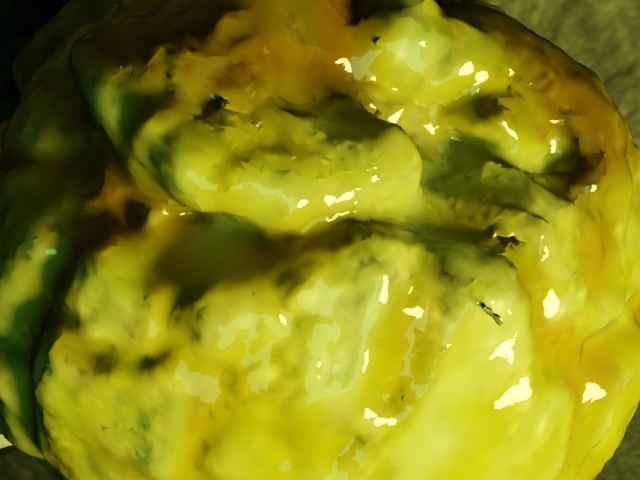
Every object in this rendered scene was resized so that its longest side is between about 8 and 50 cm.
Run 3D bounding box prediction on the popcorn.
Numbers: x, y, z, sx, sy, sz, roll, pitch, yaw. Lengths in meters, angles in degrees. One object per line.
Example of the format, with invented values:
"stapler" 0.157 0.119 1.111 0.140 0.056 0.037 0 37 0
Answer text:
"popcorn" 0.003 0.008 0.730 0.282 0.282 0.247 19 115 -25
